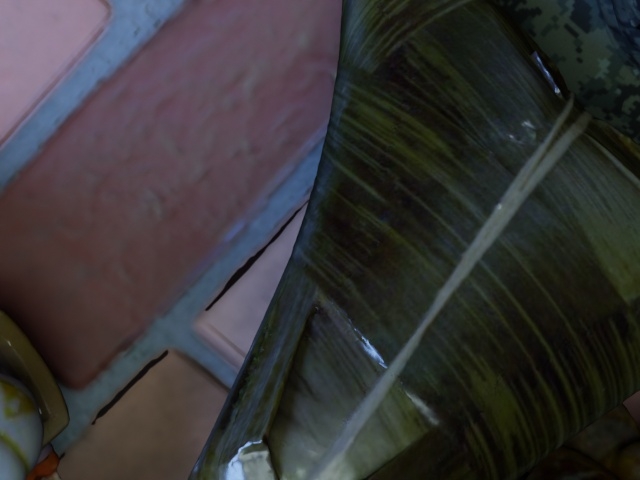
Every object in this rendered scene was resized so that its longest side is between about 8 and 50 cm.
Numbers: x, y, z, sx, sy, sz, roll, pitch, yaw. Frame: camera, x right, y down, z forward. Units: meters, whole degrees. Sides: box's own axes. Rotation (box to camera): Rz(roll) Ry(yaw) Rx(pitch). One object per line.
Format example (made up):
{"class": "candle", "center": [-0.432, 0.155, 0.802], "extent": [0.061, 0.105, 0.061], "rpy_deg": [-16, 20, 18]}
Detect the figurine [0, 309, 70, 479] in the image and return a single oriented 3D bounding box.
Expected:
{"class": "figurine", "center": [-0.171, 0.157, 0.669], "extent": [0.186, 0.261, 0.382], "rpy_deg": [-32, 108, -38]}

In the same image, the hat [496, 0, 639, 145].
{"class": "hat", "center": [0.178, -0.118, 0.625], "extent": [0.266, 0.128, 0.265], "rpy_deg": [1, 107, 3]}

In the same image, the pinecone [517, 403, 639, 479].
{"class": "pinecone", "center": [0.090, 0.181, 0.675], "extent": [0.229, 0.202, 0.201], "rpy_deg": [1, 129, -10]}

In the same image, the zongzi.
{"class": "zongzi", "center": [0.000, 0.000, 0.614], "extent": [0.248, 0.111, 0.241], "rpy_deg": [-35, 75, -20]}
